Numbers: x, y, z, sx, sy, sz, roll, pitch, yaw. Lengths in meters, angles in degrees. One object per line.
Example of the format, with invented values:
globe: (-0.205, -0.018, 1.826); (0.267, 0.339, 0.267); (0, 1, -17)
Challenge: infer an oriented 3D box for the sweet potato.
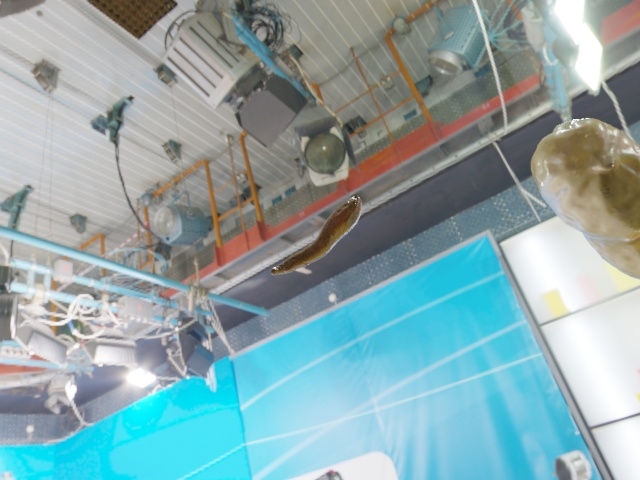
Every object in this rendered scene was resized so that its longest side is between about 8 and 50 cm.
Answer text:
sweet potato: (0.000, 0.001, 0.885); (0.214, 0.050, 0.050); (-43, -30, -6)

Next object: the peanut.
peanut: (0.323, -0.031, 0.516); (0.263, 0.117, 0.101); (33, -58, -31)
